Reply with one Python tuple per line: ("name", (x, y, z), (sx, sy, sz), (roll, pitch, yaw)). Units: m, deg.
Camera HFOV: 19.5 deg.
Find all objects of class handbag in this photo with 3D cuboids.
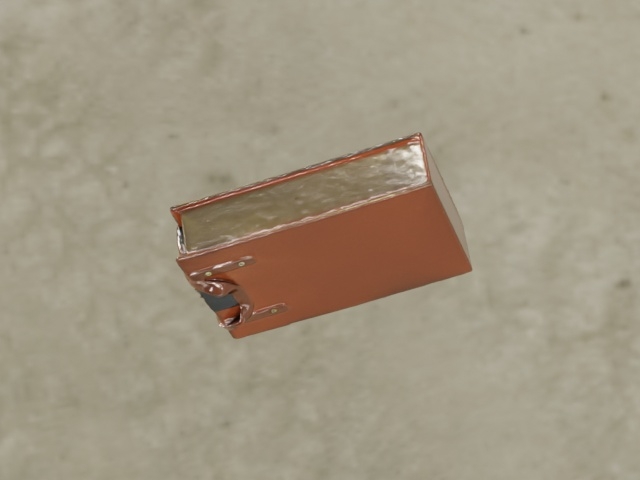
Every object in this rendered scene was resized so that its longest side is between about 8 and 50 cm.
("handbag", (0.000, 0.000, 1.311), (0.190, 0.127, 0.063), (-17, 57, 10))
